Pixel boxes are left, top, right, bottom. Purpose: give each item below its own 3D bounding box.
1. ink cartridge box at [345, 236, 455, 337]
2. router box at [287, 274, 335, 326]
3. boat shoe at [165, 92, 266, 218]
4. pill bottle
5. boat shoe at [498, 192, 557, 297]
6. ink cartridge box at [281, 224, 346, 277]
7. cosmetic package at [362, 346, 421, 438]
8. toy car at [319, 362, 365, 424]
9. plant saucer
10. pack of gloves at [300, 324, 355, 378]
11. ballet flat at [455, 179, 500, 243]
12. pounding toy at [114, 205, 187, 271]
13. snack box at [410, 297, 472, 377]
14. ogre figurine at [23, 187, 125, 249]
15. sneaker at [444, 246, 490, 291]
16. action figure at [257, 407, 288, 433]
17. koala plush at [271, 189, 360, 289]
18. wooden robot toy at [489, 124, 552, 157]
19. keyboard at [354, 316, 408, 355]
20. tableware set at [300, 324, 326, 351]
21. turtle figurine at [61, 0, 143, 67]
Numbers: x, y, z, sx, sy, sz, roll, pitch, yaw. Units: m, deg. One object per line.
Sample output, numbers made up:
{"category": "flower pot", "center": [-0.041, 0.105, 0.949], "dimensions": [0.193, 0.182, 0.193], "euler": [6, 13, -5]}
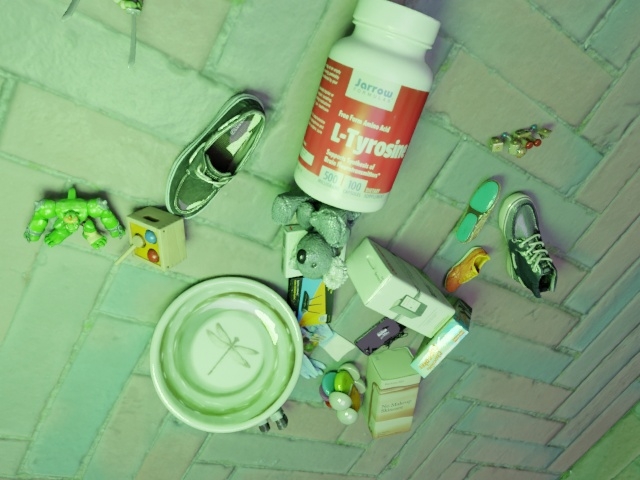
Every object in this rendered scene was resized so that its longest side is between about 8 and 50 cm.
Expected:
{"category": "ink cartridge box", "center": [0.220, 0.134, 1.302], "dimensions": [0.273, 0.198, 0.115], "euler": [29, 108, -30]}
{"category": "router box", "center": [-0.028, 0.166, 1.330], "dimensions": [0.133, 0.046, 0.179], "euler": [-5, 122, -16]}
{"category": "boat shoe", "center": [-0.240, -0.175, 1.011], "dimensions": [0.121, 0.119, 0.335], "euler": [27, 108, -30]}
{"category": "pill bottle", "center": [0.101, -0.286, 0.994], "dimensions": [0.229, 0.229, 0.408], "euler": [8, 117, -22]}
{"category": "boat shoe", "center": [0.651, 0.021, 1.403], "dimensions": [0.127, 0.158, 0.340], "euler": [-27, 125, -2]}
{"category": "ink cartridge box", "center": [-0.017, 0.020, 1.259], "dimensions": [0.179, 0.045, 0.145], "euler": [-9, 122, -25]}
{"category": "cosmetic package", "center": [0.243, 0.532, 1.591], "dimensions": [0.153, 0.129, 0.296], "euler": [-7, 121, -13]}
{"category": "toy car", "center": [0.064, 0.505, 1.524], "dimensions": [0.136, 0.159, 0.182], "euler": [-2, 129, 26]}
{"category": "plant saucer", "center": [-0.250, 0.301, 1.239], "dimensions": [0.400, 0.100, 0.400], "euler": [3, 80, -18]}
{"category": "pack of gloves", "center": [-0.020, 0.354, 1.448], "dimensions": [0.195, 0.046, 0.232], "euler": [-40, 124, 8]}
{"category": "ballet flat", "center": [0.467, -0.085, 1.345], "dimensions": [0.067, 0.073, 0.206], "euler": [-3, 128, -49]}
{"category": "pounding toy", "center": [-0.400, 0.004, 1.062], "dimensions": [0.100, 0.141, 0.130], "euler": [-38, 140, -50]}
{"category": "snack box", "center": [0.381, 0.290, 1.411], "dimensions": [0.187, 0.060, 0.322], "euler": [-53, 166, 16]}
{"category": "ogre figurine", "center": [-0.546, -0.045, 1.009], "dimensions": [0.197, 0.097, 0.118], "euler": [11, 135, -7]}
{"category": "sneaker", "center": [0.457, 0.098, 1.440], "dimensions": [0.064, 0.067, 0.175], "euler": [23, 112, -30]}
{"category": "action figure", "center": [-0.204, 0.469, 1.427], "dimensions": [0.185, 0.099, 0.285], "euler": [-20, 110, 2]}
{"category": "koala plush", "center": [0.000, 0.000, 1.118], "dimensions": [0.203, 0.196, 0.221], "euler": [-22, 125, -54]}
{"category": "wooden robot toy", "center": [0.552, -0.255, 1.262], "dimensions": [0.173, 0.076, 0.079], "euler": [-16, 134, -8]}
{"category": "keyboard", "center": [0.210, 0.307, 1.512], "dimensions": [0.192, 0.038, 0.100], "euler": [-38, 101, 8]}
{"category": "tableware set", "center": [-0.068, 0.293, 1.366], "dimensions": [0.154, 0.024, 0.104], "euler": [20, 126, -31]}
{"category": "turtle figurine", "center": [-0.323, -0.463, 0.771], "dimensions": [0.266, 0.275, 0.198], "euler": [-41, 158, 3]}
